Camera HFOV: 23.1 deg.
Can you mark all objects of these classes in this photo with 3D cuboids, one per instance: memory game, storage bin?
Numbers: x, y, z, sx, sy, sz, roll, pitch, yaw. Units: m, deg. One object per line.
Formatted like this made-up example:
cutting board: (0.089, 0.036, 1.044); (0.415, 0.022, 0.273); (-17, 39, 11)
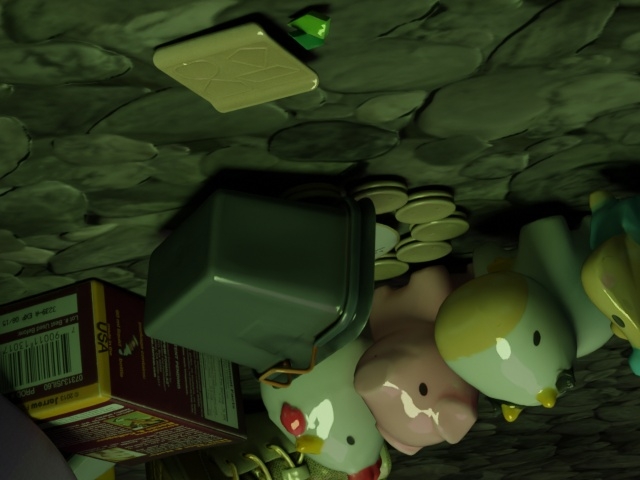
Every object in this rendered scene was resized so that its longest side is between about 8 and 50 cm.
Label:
memory game: (0.000, 0.000, 0.965); (0.186, 0.012, 0.186); (-7, 160, -3)
storage bin: (-0.040, 0.029, 0.885); (0.091, 0.098, 0.135); (13, 154, -22)

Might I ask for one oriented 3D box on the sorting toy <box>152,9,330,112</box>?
sorting toy: (-0.026, -0.083, 0.715); (0.083, 0.012, 0.062); (-12, 156, 23)

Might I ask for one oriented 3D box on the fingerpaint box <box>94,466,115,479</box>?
fingerpaint box: (-0.375, 0.415, 1.456); (0.445, 0.371, 0.163); (-24, 153, 37)

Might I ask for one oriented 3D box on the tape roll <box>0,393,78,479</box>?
tape roll: (-0.286, 0.205, 1.012); (0.275, 0.274, 0.090); (-16, -159, 21)

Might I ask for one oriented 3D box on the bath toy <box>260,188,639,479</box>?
bath toy: (0.087, 0.078, 1.019); (0.151, 0.129, 0.348); (-6, 166, -44)

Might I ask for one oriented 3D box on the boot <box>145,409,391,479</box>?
boot: (-0.038, 0.194, 1.291); (0.203, 0.095, 0.262); (-6, -175, -10)

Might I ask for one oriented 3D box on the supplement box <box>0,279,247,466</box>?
supplement box: (-0.142, 0.096, 1.077); (0.104, 0.080, 0.188); (-15, 159, 23)

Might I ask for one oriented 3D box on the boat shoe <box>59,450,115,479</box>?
boat shoe: (-0.215, 0.188, 1.317); (0.142, 0.040, 0.049); (-38, 155, -18)
